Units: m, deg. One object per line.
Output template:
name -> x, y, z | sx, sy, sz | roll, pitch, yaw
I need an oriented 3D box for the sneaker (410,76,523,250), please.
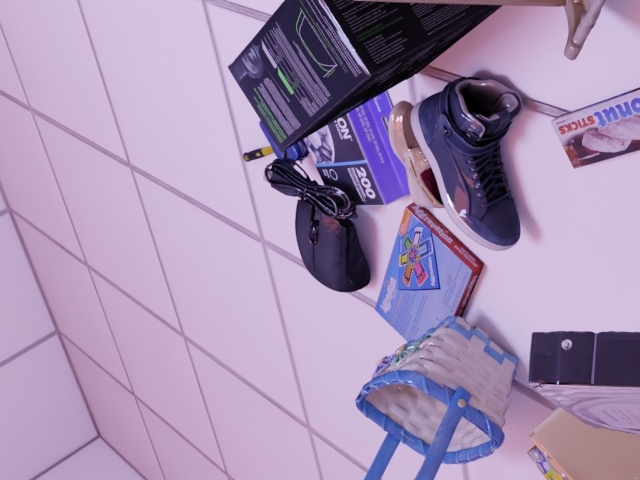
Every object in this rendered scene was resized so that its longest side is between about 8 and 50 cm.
sneaker -> 0.210, -0.099, 1.353 | 0.226, 0.086, 0.163 | 59, 155, 0

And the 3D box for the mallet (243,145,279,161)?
mallet -> -0.097, -0.162, 1.851 | 0.190, 0.039, 0.062 | 7, 126, 61

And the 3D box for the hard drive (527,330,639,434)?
hard drive -> 0.401, 0.146, 1.050 | 0.339, 0.064, 0.237 | -3, 159, 29

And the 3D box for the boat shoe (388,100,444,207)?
boat shoe -> 0.144, -0.115, 1.478 | 0.059, 0.063, 0.170 | 20, 144, 46

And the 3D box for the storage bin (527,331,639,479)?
storage bin -> 0.425, 0.261, 1.331 | 0.260, 0.123, 0.262 | 50, 151, 15

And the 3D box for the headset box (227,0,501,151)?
headset box -> 0.053, -0.246, 1.288 | 0.131, 0.246, 0.283 | 58, 154, 0

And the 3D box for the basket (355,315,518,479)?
basket -> 0.150, 0.274, 1.596 | 0.201, 0.289, 0.255 | 31, 150, -8

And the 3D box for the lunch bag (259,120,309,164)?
lunch bag -> -0.050, -0.168, 1.731 | 0.098, 0.065, 0.067 | 59, 153, -1

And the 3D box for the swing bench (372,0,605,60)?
swing bench -> 0.183, -0.340, 1.034 | 0.255, 0.165, 0.253 | 13, 145, -4

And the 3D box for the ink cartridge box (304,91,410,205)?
ink cartridge box -> 0.048, -0.150, 1.613 | 0.208, 0.045, 0.206 | 0, 117, 57

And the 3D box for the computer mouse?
computer mouse -> 0.000, 0.000, 1.753 | 0.188, 0.072, 0.272 | 28, 153, 37

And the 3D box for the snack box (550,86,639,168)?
snack box -> 0.331, -0.127, 1.194 | 0.064, 0.022, 0.178 | 63, 153, -6

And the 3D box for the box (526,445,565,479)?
box -> 0.381, 0.359, 1.575 | 0.169, 0.054, 0.059 | 53, 152, 8

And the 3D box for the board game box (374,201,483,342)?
board game box -> 0.162, 0.074, 1.672 | 0.145, 0.027, 0.281 | 44, 150, 22
